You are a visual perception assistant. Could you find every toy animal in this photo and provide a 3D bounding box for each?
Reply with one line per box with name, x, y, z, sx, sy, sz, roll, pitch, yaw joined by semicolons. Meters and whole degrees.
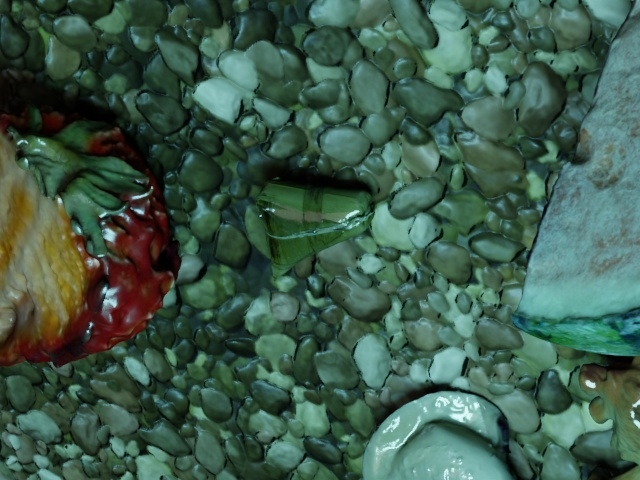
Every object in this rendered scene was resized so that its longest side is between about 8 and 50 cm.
toy animal;0.334;0.210;1.240;0.312;0.097;0.157;32;119;9

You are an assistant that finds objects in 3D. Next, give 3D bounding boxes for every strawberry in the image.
strawberry;-0.228;0.012;1.412;0.253;0.150;0.280;34;130;34

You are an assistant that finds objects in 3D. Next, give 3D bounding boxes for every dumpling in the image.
dumpling;0.111;0.229;1.364;0.150;0.092;0.176;7;116;22

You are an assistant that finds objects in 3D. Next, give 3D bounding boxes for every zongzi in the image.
zongzi;0.000;0.000;1.342;0.104;0.052;0.113;9;131;18

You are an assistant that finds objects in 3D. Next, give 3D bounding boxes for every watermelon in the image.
watermelon;0.312;-0.048;1.044;0.250;0.283;0.292;13;98;34
